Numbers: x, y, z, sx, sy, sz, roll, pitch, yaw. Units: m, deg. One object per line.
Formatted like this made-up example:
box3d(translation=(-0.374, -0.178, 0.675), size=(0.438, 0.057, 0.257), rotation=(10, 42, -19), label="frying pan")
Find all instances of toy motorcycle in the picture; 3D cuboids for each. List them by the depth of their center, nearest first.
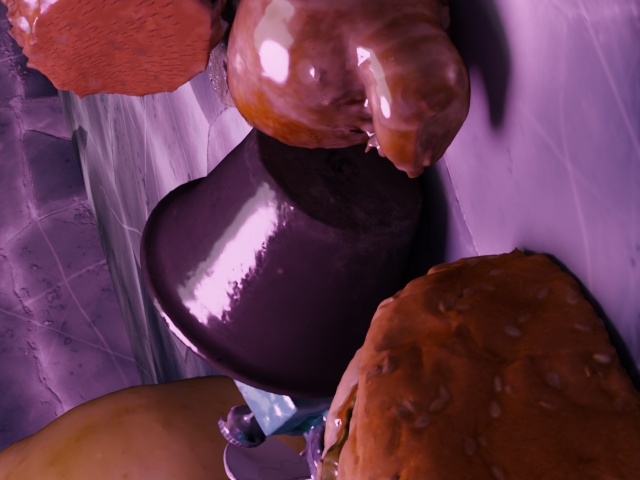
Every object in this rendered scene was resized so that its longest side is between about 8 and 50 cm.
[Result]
box3d(translation=(-0.008, 0.090, 1.191), size=(0.109, 0.198, 0.296), rotation=(-45, 69, 40), label="toy motorcycle")

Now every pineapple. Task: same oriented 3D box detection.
box3d(translation=(-0.220, -0.323, 1.421), size=(0.223, 0.223, 0.357), rotation=(96, 165, -50), label="pineapple")

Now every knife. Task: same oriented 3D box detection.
box3d(translation=(-0.022, 0.194, 1.245), size=(0.081, 0.043, 0.336), rotation=(36, -177, 22), label="knife")

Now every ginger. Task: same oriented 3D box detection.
box3d(translation=(-0.015, -0.196, 0.974), size=(0.375, 0.176, 0.256), rotation=(59, 140, 23), label="ginger")

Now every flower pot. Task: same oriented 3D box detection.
box3d(translation=(-0.010, -0.012, 1.092), size=(0.148, 0.235, 0.235), rotation=(-60, 41, 39), label="flower pot")

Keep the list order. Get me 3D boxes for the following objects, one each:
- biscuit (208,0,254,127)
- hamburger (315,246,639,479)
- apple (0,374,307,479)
box3d(translation=(-0.078, -0.195, 1.444), size=(0.250, 0.046, 0.147), rotation=(-136, 37, -65), label="biscuit")
box3d(translation=(0.088, 0.161, 0.825), size=(0.162, 0.209, 0.330), rotation=(97, 153, -54), label="hamburger")
box3d(translation=(-0.166, 0.377, 1.517), size=(0.473, 0.474, 0.473), rotation=(167, 90, -75), label="apple")
